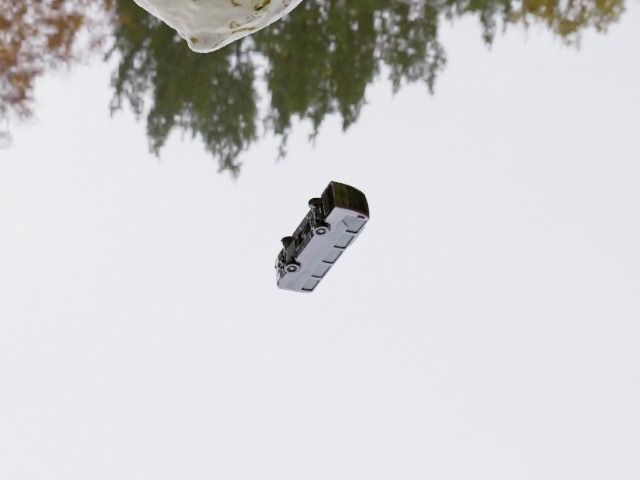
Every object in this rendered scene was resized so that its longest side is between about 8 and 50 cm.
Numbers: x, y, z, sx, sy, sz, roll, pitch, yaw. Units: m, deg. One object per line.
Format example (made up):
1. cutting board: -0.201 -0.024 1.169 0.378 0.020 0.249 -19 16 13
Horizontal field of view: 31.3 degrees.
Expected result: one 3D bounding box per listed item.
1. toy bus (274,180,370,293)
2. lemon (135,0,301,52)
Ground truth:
1. toy bus: 0.000 0.000 1.066 0.052 0.131 0.037 13 -134 -25
2. lemon: -0.086 -0.284 0.928 0.204 0.260 0.204 2 -168 0
